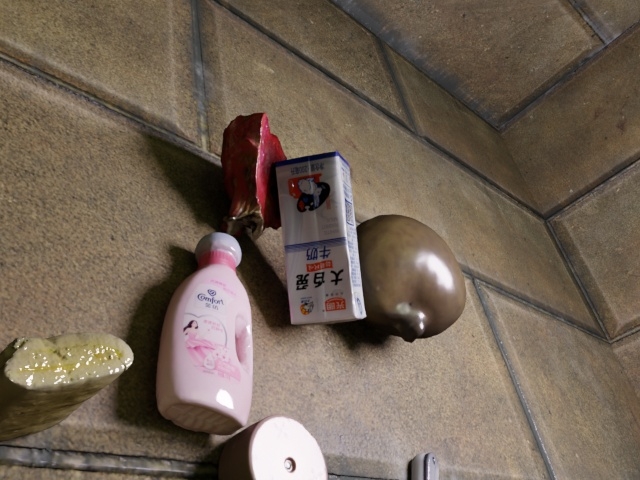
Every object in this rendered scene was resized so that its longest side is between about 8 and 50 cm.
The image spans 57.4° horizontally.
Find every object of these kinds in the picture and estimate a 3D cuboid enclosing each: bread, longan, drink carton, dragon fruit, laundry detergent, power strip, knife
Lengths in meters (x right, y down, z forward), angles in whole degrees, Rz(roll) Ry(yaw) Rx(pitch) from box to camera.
[{"bbox_3d":[-0.306,0.160,0.629,0.139,0.178,0.060,3,56,-53],"label":"bread"},{"bbox_3d":[0.169,0.088,1.249,0.300,0.243,0.300,17,44,-17],"label":"longan"},{"bbox_3d":[0.000,0.000,1.108,0.106,0.130,0.315,23,61,-72],"label":"drink carton"},{"bbox_3d":[-0.143,-0.100,1.148,0.262,0.134,0.211,69,25,-51],"label":"dragon fruit"},{"bbox_3d":[-0.170,0.128,0.921,0.159,0.088,0.335,35,34,-32],"label":"laundry detergent"},{"bbox_3d":[-0.068,0.336,0.842,0.154,0.078,0.154,32,39,-30],"label":"power strip"},{"bbox_3d":[0.192,0.502,1.038,0.073,0.040,0.265,50,29,-24],"label":"knife"}]
